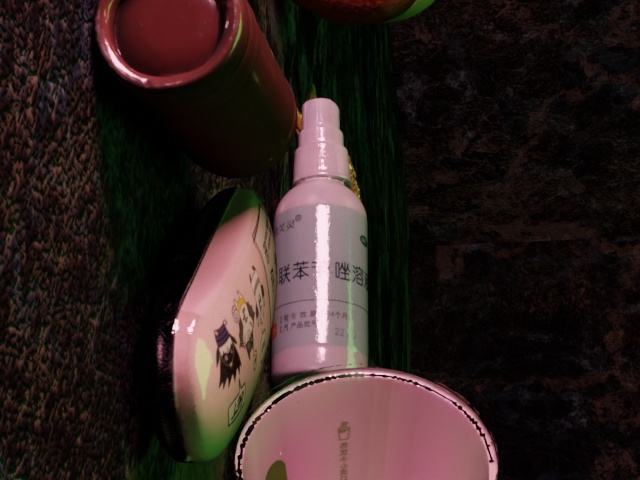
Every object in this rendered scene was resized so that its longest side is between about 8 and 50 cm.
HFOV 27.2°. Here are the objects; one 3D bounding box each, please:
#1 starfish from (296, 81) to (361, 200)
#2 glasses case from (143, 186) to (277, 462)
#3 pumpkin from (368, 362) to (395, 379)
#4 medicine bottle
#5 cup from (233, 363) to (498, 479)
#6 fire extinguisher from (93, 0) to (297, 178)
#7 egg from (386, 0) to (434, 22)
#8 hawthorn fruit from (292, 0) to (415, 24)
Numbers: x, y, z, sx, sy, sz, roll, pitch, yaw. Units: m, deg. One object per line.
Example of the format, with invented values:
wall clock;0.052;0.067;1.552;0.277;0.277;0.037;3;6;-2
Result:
starfish;0.021;-0.049;1.818;0.358;0.078;0.347;-16;98;-76
glasses case;-0.079;0.056;1.024;0.314;0.075;0.122;-75;164;-67
pumpkin;0.055;0.259;1.761;0.202;0.140;0.202;0;90;-81
medicine bottle;0.000;0.000;1.532;0.110;0.110;0.352;71;18;-66
cup;0.044;0.304;1.323;0.253;0.253;0.274;-83;174;-54
fire extinguisher;-0.076;-0.128;1.017;0.344;0.102;0.138;52;34;-78
egg;0.077;-0.456;1.905;0.218;0.218;0.295;-83;156;-54
hawthorn fruit;0.035;-0.369;1.672;0.262;0.210;0.210;-160;-113;-79
